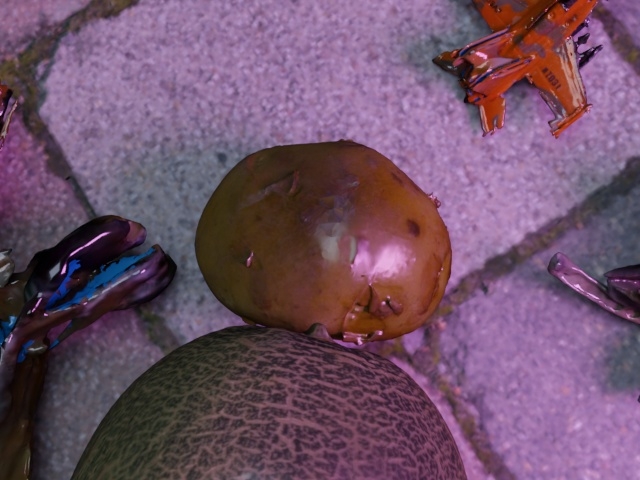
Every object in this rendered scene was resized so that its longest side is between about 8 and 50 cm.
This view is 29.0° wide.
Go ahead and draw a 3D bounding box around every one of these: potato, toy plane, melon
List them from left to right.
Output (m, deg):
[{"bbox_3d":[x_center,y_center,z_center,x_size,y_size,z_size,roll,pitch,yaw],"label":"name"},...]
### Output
[{"bbox_3d":[-0.040,0.208,0.717,0.249,0.248,0.329,17,89,9],"label":"melon"},{"bbox_3d":[0.000,0.000,0.824,0.176,0.137,0.137,8,78,10],"label":"potato"},{"bbox_3d":[0.170,-0.157,0.869,0.188,0.062,0.135,-37,73,10],"label":"toy plane"}]

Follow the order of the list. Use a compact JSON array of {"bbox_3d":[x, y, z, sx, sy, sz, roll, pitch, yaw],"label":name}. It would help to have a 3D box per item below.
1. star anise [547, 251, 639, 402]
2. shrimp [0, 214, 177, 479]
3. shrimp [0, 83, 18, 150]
[{"bbox_3d":[0.280,0.039,0.794,0.262,0.081,0.230,8,106,27],"label":"star anise"},{"bbox_3d":[-0.265,0.159,0.825,0.221,0.110,0.445,42,86,3],"label":"shrimp"},{"bbox_3d":[-0.307,-0.019,0.889,0.150,0.068,0.248,42,89,18],"label":"shrimp"}]
